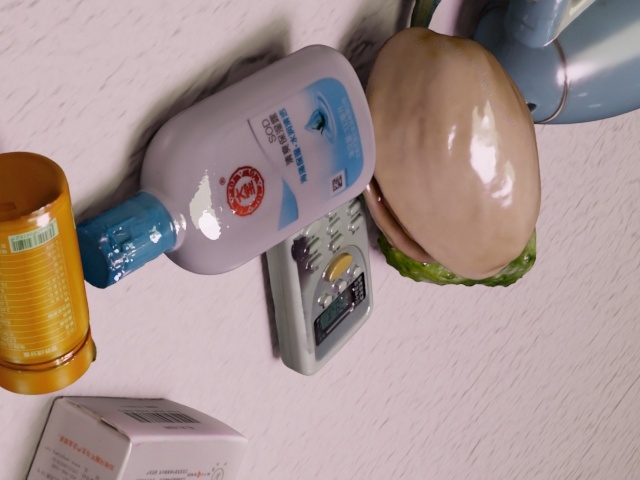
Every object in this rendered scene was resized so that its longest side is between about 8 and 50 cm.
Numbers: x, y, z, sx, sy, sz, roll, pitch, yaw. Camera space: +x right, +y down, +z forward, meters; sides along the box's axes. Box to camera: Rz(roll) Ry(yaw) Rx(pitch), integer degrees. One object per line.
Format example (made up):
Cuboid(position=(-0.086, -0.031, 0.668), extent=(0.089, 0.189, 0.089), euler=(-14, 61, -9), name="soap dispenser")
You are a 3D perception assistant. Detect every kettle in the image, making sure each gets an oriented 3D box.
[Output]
Cuboid(position=(0.322, -0.279, 2.097), extent=(0.342, 0.247, 0.319), euler=(-30, 147, -32), name="kettle")

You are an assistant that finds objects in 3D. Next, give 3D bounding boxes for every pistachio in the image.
Cuboid(position=(0.132, -0.089, 1.932), extent=(0.197, 0.166, 0.288), euler=(-28, 117, -27), name="pistachio")

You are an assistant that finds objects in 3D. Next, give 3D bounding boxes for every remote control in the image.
Cuboid(position=(0.000, 0.000, 1.948), extent=(0.140, 0.056, 0.296), euler=(-45, 144, -37), name="remote control")

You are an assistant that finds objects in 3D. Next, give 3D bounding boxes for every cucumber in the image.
Cuboid(position=(0.141, -0.002, 2.123), extent=(0.244, 0.134, 0.134), euler=(-2, 112, -55), name="cucumber")

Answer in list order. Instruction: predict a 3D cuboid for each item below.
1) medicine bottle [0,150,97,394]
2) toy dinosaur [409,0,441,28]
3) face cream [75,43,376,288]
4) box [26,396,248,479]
Cuboid(position=(-0.243, 0.028, 1.519), extent=(0.096, 0.096, 0.192), euler=(-42, 142, -37), name="medicine bottle")
Cuboid(position=(0.138, -0.320, 1.935), extent=(0.363, 0.076, 0.147), euler=(-64, 160, 7), name="toy dinosaur")
Cuboid(position=(-0.089, -0.055, 1.712), extent=(0.337, 0.080, 0.163), euler=(-31, 118, -36), name="face cream")
Cuboid(position=(-0.206, 0.306, 1.772), extent=(0.200, 0.106, 0.299), euler=(11, 100, -59), name="box")
